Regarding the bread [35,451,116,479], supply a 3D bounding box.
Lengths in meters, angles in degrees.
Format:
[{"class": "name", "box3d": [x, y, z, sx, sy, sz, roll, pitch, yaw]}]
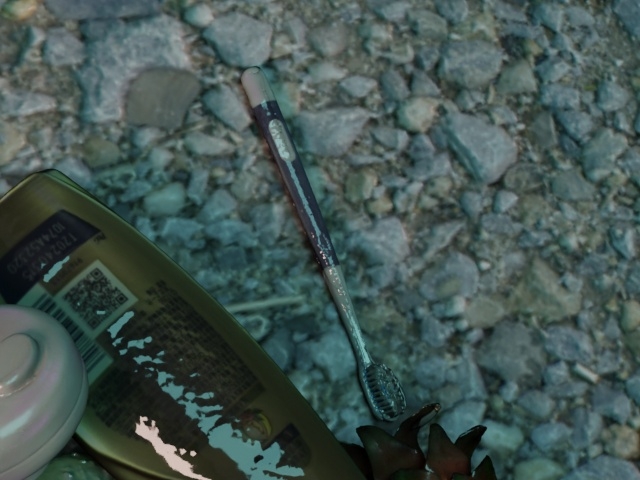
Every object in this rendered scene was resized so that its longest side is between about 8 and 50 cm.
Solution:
[{"class": "bread", "box3d": [-0.209, 0.190, 0.837, 0.232, 0.064, 0.172, 30, 63, -10]}]

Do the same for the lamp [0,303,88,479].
[{"class": "lamp", "box3d": [-0.256, 0.076, 0.774, 0.246, 0.108, 0.179, 3, 48, 13]}]

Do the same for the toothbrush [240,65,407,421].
[{"class": "toothbrush", "box3d": [0.000, 0.000, 1.005, 0.024, 0.026, 0.288, -17, 81, -29]}]

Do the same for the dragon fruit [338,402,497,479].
[{"class": "dragon fruit", "box3d": [0.068, 0.195, 0.924, 0.130, 0.121, 0.142, 27, 32, -47]}]

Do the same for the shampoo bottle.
[{"class": "shampoo bottle", "box3d": [-0.087, 0.107, 0.862, 0.350, 0.084, 0.125, 42, 73, 8]}]
